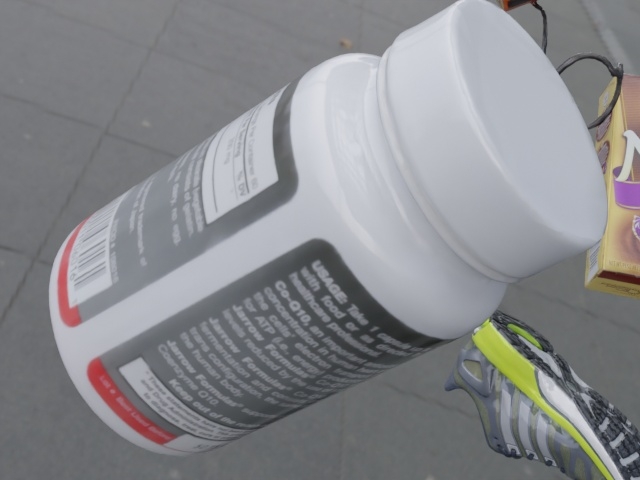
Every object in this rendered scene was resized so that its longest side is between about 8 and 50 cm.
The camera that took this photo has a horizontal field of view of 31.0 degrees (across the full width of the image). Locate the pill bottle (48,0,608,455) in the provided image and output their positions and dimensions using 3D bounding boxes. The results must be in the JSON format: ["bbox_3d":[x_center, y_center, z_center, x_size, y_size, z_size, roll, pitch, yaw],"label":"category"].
[{"bbox_3d":[0.000,0.000,0.628,0.161,0.283,0.161,35,41,-36],"label":"pill bottle"}]

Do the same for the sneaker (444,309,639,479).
[{"bbox_3d":[0.262,0.216,1.306,0.111,0.121,0.300,3,40,-51],"label":"sneaker"}]

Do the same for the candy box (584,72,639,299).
[{"bbox_3d":[0.288,-0.043,0.974,0.109,0.053,0.187,10,67,-3],"label":"candy box"}]

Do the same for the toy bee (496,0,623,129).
[{"bbox_3d":[0.147,-0.255,0.965,0.195,0.298,0.162,-1,19,-1],"label":"toy bee"}]
